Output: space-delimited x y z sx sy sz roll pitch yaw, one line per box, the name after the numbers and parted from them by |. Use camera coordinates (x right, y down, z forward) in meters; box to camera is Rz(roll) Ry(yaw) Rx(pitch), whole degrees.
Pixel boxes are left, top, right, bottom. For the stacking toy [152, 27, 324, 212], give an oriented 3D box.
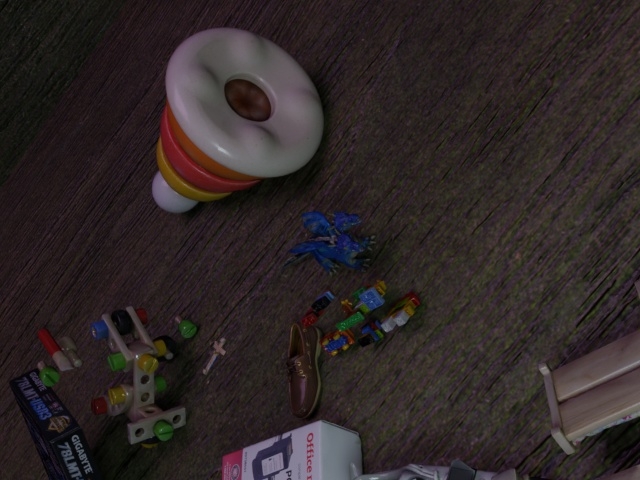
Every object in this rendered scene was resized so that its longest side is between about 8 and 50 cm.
-0.241 -0.202 2.010 0.480 0.351 0.350 -41 38 50 | stacking toy

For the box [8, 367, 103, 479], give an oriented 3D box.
-0.518 0.445 1.858 0.073 0.293 0.295 -27 28 -25 | box

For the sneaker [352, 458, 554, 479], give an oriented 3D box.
0.178 0.364 1.239 0.331 0.146 0.122 -14 55 41 | sneaker

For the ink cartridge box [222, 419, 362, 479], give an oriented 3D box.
-0.050 0.412 1.490 0.237 0.100 0.172 -28 48 34 | ink cartridge box

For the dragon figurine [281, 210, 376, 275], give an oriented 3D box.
0.000 0.000 1.667 0.289 0.144 0.085 1 67 48 | dragon figurine

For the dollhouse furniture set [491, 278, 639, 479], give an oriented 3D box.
0.367 0.257 1.154 0.303 0.174 0.355 -30 24 22 | dollhouse furniture set

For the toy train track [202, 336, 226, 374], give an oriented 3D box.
-0.219 0.234 1.863 0.048 0.014 0.083 28 89 52 | toy train track

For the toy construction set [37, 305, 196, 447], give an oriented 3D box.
-0.392 0.280 1.815 0.237 0.309 0.257 37 103 47 | toy construction set

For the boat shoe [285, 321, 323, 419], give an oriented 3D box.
-0.037 0.229 1.628 0.064 0.060 0.178 -22 52 38 | boat shoe

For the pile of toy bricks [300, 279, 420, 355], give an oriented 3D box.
0.071 0.110 1.568 0.212 0.118 0.105 -32 13 43 | pile of toy bricks
